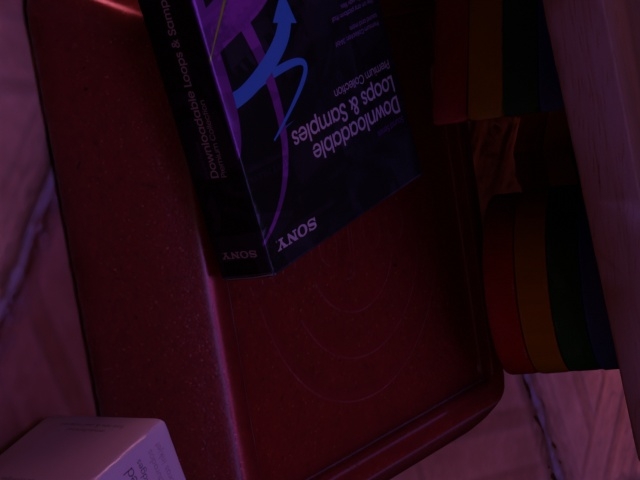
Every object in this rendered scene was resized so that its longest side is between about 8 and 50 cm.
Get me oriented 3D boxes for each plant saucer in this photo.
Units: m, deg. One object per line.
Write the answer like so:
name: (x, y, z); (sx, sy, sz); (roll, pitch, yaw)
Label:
plant saucer: (0.000, 0.000, 0.703); (0.258, 0.047, 0.259); (-20, 105, -52)

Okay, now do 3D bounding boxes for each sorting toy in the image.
sorting toy: (0.119, -0.069, 0.770); (0.255, 0.089, 0.257); (-71, 150, -52)

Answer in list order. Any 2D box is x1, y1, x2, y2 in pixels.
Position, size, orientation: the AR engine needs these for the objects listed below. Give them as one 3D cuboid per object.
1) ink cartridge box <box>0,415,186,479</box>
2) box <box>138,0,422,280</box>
ink cartridge box: (-0.110, 0.149, 0.533); (0.181, 0.061, 0.104); (-41, 120, -46)
box: (-0.017, -0.080, 0.620); (0.116, 0.029, 0.162); (-35, 116, -49)
